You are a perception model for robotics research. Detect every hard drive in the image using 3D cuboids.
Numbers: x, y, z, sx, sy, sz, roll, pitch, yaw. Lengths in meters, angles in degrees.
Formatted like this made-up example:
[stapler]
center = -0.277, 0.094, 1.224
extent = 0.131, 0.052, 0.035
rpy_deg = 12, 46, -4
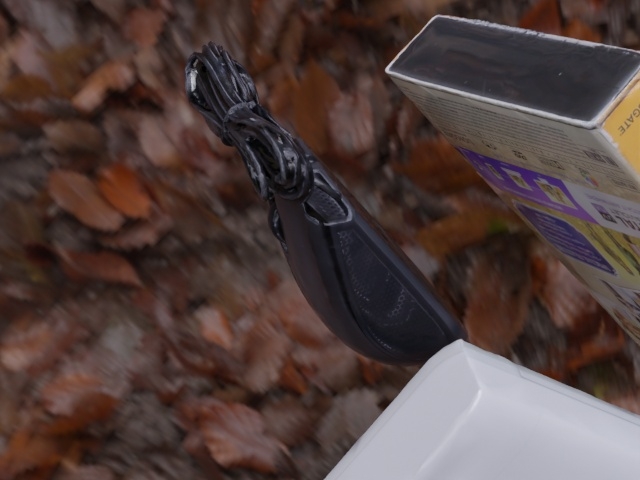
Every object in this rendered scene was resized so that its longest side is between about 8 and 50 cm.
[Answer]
[hard drive]
center = 0.112, 0.166, 0.813
extent = 0.203, 0.307, 0.040
rpy_deg = -51, 36, 23

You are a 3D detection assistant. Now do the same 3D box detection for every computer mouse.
[computer mouse]
center = 0.000, 0.000, 1.327
extent = 0.072, 0.272, 0.188
rpy_deg = -40, 34, 3

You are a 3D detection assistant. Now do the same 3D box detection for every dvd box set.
[dvd box set]
center = 0.249, 0.028, 1.293
extent = 0.062, 0.307, 0.420
rpy_deg = -47, 111, -6
